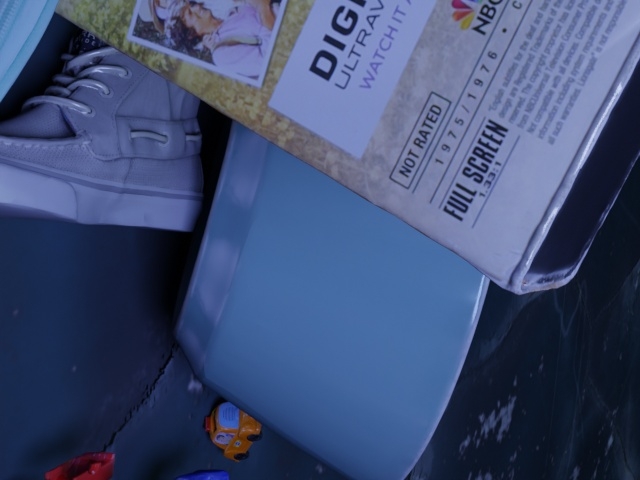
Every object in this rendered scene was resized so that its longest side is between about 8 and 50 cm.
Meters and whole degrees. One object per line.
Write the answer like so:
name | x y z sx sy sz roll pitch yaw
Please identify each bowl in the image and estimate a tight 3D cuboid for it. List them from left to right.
bowl | 0.000 0.000 0.888 0.311 0.163 0.312 -166 -90 -82

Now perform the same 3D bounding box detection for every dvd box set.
dvd box set | -0.020 -0.214 0.507 0.062 0.420 0.308 1 118 -62

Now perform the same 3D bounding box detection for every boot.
boot | -0.146 -0.072 0.766 0.258 0.095 0.123 5 90 -70

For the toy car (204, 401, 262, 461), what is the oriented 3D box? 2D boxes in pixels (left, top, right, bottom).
toy car | -0.066 0.107 1.031 0.040 0.060 0.122 11 68 -19

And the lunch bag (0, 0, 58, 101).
lunch bag | -0.206 -0.015 0.460 0.108 0.224 0.279 39 52 -30

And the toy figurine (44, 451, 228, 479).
toy figurine | -0.081 0.290 0.907 0.217 0.191 0.363 -29 126 -60
